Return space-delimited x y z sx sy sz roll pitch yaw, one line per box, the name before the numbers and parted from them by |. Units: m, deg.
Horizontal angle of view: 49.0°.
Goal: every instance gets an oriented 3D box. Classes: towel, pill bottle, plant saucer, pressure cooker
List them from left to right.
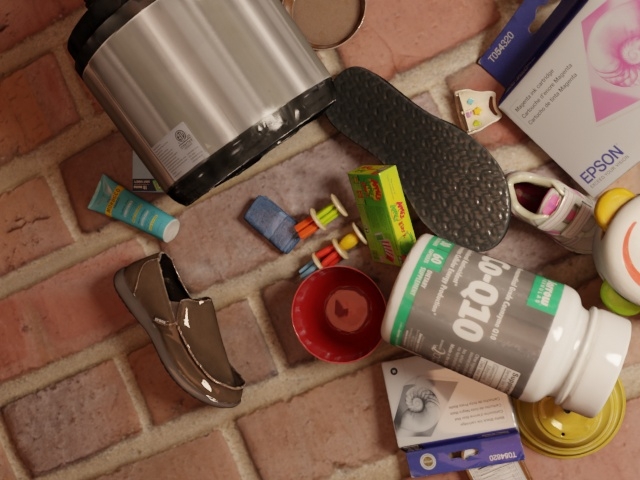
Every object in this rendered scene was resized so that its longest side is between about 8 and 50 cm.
pressure cooker | -0.216 -0.318 1.215 0.370 0.375 0.420 -36 97 -2
towel | -0.092 -0.032 1.398 0.119 0.029 0.067 40 98 9
plant saucer | 0.008 -0.453 1.370 0.168 0.029 0.168 0 91 14
pill bottle | 0.301 0.141 1.165 0.361 0.204 0.204 21 95 15

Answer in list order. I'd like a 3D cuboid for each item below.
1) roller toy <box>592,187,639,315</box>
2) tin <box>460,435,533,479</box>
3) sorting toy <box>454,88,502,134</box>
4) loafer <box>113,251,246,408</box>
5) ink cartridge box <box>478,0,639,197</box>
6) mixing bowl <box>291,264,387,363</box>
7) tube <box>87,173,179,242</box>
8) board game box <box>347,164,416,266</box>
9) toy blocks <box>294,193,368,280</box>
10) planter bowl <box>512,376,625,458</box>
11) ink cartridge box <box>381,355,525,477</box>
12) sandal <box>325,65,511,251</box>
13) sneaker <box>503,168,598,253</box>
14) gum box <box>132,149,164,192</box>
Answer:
roller toy | 0.540 0.012 1.112 0.191 0.146 0.209 -8 88 12
tin | 0.332 0.435 1.300 0.106 0.040 0.189 -27 84 8
sorting toy | 0.294 -0.241 1.300 0.075 0.045 0.083 -15 87 6
loafer | -0.263 0.169 1.387 0.130 0.134 0.366 -42 82 11
ink cartridge box | 0.441 -0.280 1.147 0.330 0.071 0.324 45 144 8
mixing bowl | 0.043 0.136 1.332 0.181 0.098 0.181 0 90 13
tube | -0.390 -0.063 1.463 0.207 0.052 0.080 26 87 18
board game box | 0.116 -0.046 1.286 0.092 0.043 0.181 9 122 54
toy blocks | 0.000 0.000 1.356 0.148 0.054 0.123 -36 96 11
planter bowl | 0.434 0.293 1.245 0.217 0.090 0.217 0 91 13
ink cartridge box | 0.240 0.312 1.290 0.223 0.045 0.224 -16 78 17
sandal | 0.191 -0.162 1.298 0.167 0.107 0.446 -48 67 18
sneaker | 0.416 -0.048 1.234 0.252 0.111 0.103 24 96 12
gum box | -0.307 -0.190 1.441 0.157 0.041 0.184 2 91 13
